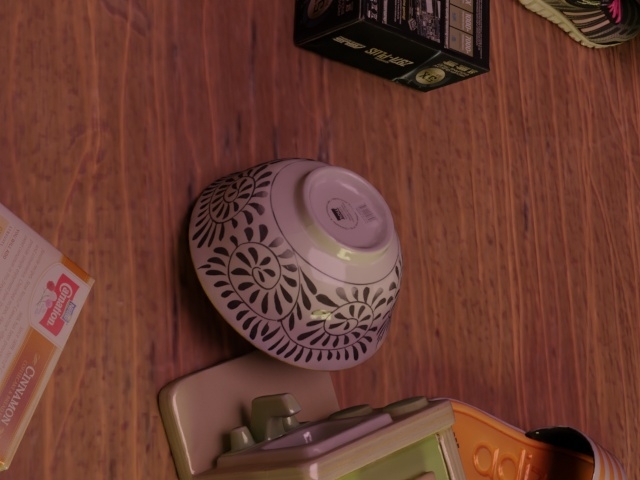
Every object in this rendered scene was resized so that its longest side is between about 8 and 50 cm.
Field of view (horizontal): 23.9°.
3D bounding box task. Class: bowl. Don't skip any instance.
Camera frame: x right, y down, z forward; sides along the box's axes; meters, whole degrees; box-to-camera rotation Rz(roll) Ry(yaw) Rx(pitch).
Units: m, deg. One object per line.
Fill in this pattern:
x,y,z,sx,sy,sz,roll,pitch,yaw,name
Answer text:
0.000,0.000,1.064,0.170,0.080,0.170,21,47,-24,bowl

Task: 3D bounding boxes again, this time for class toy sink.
0.013,0.184,1.038,0.153,0.131,0.234,-16,91,-44,toy sink

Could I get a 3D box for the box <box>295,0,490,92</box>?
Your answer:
0.061,-0.229,1.216,0.147,0.077,0.180,14,72,-40,box

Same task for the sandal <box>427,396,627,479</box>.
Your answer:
0.183,0.197,1.232,0.265,0.076,0.102,26,64,-36,sandal

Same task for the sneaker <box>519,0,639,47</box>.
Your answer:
0.254,-0.226,1.396,0.170,0.075,0.063,18,68,-39,sneaker

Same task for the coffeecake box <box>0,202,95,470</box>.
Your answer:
-0.240,0.031,0.874,0.185,0.068,0.142,43,47,-27,coffeecake box
